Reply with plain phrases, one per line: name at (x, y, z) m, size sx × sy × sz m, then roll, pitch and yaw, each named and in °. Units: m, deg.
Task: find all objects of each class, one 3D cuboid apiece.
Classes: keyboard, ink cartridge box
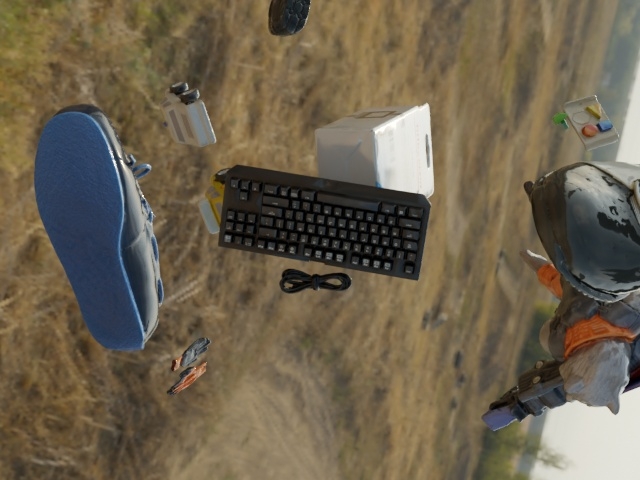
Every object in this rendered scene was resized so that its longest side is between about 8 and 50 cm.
keyboard at (0.000, 0.000, 0.834) m, size 0.023 × 0.180 × 0.108 m, roll -55°, pitch 153°, yaw -70°
ink cartridge box at (0.058, -0.074, 0.947) m, size 0.180 × 0.060 × 0.104 m, roll -35°, pitch 123°, yaw -63°

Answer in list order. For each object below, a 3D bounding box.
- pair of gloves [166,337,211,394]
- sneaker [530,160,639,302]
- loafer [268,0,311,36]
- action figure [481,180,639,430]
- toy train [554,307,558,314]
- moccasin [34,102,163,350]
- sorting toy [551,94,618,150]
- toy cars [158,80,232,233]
pair of gloves at (-0.179, 0.170, 1.296) m, size 0.074 × 0.010 × 0.083 m, roll -35°, pitch 149°, yaw -44°
sneaker at (0.312, -0.025, 0.779) m, size 0.330 × 0.146 × 0.122 m, roll 2°, pitch 67°, yaw -38°
loafer at (-0.041, -0.461, 1.672) m, size 0.076 × 0.078 × 0.223 m, roll 26°, pitch 76°, yaw -34°
action figure at (0.300, 0.088, 1.181) m, size 0.341 × 0.178 × 0.330 m, roll -36°, pitch -154°, yaw 26°
toy train at (0.419, 0.181, 1.568) m, size 0.027 × 0.036 × 0.158 m, roll 51°, pitch 27°, yaw -59°
moccasin at (-0.278, -0.021, 1.222) m, size 0.117 × 0.137 × 0.342 m, roll -63°, pitch 156°, yaw -56°
sorting toy at (0.305, -0.135, 1.103) m, size 0.083 × 0.062 × 0.012 m, roll -18°, pitch 167°, yaw -30°
toy cars at (-0.210, -0.138, 1.696) m, size 0.394 × 0.087 × 0.176 m, roll 61°, pitch -14°, yaw 24°
